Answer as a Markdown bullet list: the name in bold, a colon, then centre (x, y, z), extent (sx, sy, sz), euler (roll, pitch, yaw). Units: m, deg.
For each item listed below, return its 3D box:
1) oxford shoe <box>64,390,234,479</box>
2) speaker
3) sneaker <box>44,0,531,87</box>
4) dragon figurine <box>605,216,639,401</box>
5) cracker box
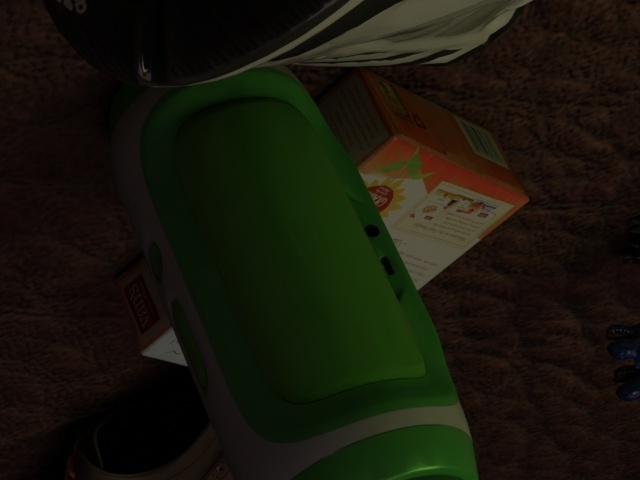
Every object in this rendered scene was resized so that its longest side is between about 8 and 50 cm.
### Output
- **oxford shoe**: centre (-0.156, 0.195, 1.384), extent (0.363, 0.130, 0.133), euler (-30, 117, 22)
- **speaker**: centre (-0.021, 0.030, 1.013), extent (0.131, 0.297, 0.131), euler (-18, 149, -11)
- **sneaker**: centre (0.111, -0.194, 0.837), extent (0.447, 0.169, 0.257), euler (-18, 179, 19)
- **dragon figurine**: centre (0.329, 0.034, 1.423), extent (0.289, 0.144, 0.085), euler (-14, 148, -17)
- **cracker box**: centre (0.000, 0.000, 1.210), extent (0.232, 0.067, 0.155), euler (-40, 145, 23)
